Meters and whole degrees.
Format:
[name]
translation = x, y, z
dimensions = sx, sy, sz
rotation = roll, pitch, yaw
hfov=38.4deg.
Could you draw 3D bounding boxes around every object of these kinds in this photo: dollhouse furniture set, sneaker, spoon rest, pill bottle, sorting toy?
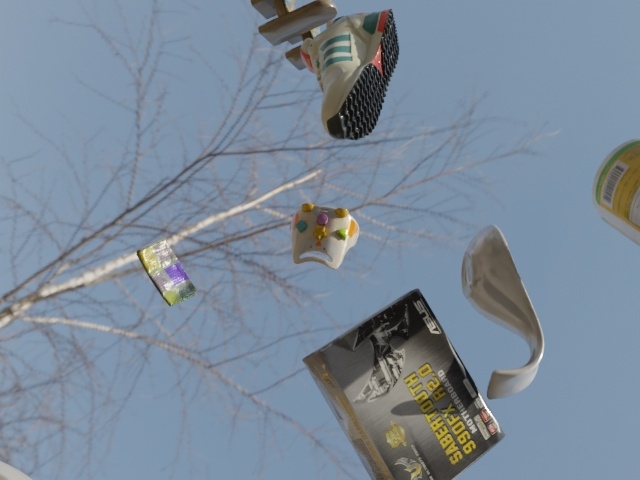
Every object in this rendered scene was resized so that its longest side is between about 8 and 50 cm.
[dollhouse furniture set]
translation = -0.023, -0.360, 1.069
dimensions = 0.161, 0.242, 0.212
rotation = -21, -109, 17
[sneaker]
translation = 0.015, -0.140, 0.777
dimensions = 0.075, 0.161, 0.057
rotation = 3, -44, 21
[spoon rest]
translation = 0.252, 0.095, 1.276
dimensions = 0.084, 0.276, 0.137
rotation = 2, -45, -3
[pill bottle]
translation = 0.466, -0.035, 1.171
dimensions = 0.136, 0.245, 0.136
rotation = -6, -66, -13
[sorting toy]
translation = 0.000, 0.000, 1.078
dimensions = 0.083, 0.075, 0.045
rotation = 7, -33, 5

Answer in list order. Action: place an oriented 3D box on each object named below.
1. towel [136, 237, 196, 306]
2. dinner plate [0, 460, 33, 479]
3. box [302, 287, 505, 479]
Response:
[towel]
translation = -0.193, 0.040, 1.154
dimensions = 0.009, 0.060, 0.083
rotation = -32, -94, 33
[dinner plate]
translation = -0.197, 0.143, 0.466
dimensions = 0.141, 0.141, 0.017
rotation = 26, -69, 16
[box]
translation = 0.110, 0.203, 1.186
dimensions = 0.231, 0.183, 0.056
rotation = 60, -33, 3
